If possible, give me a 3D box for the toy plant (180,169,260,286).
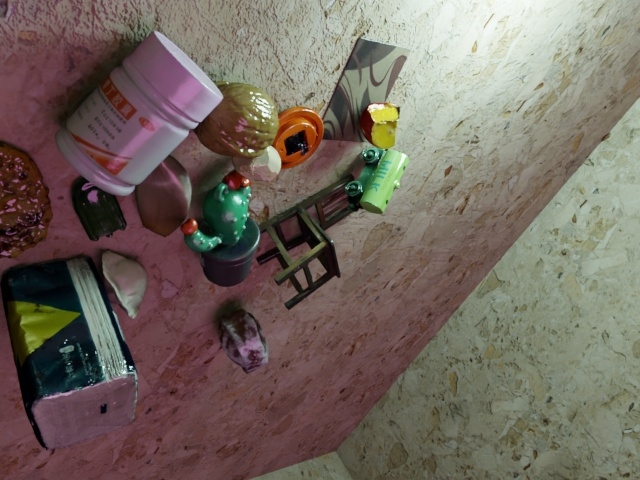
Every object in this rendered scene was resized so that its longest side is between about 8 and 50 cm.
[{"bbox_3d":[-0.276,-0.023,1.613,0.279,0.185,0.400,-28,153,-28],"label":"toy plant"}]

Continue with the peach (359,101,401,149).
[{"bbox_3d":[0.180,-0.351,1.711,0.151,0.118,0.151,16,90,-79],"label":"peach"}]

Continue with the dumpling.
[{"bbox_3d":[-0.554,0.140,1.586,0.126,0.166,0.215,2,135,-19],"label":"dumpling"}]

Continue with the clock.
[{"bbox_3d":[-0.081,-0.291,1.609,0.205,0.051,0.205,-24,143,-19],"label":"clock"}]

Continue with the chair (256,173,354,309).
[{"bbox_3d":[0.000,0.000,1.862,0.416,0.240,0.203,-30,143,-11],"label":"chair"}]

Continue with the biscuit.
[{"bbox_3d":[-0.750,-0.067,1.235,0.289,0.081,0.334,-25,143,-19],"label":"biscuit"}]

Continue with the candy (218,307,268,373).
[{"bbox_3d":[-0.286,0.373,2.067,0.157,0.214,0.289,-25,148,-16],"label":"candy"}]

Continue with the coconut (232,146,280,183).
[{"bbox_3d":[-0.171,-0.214,1.518,0.116,0.116,0.122,-43,152,8],"label":"coconut"}]

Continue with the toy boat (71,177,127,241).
[{"bbox_3d":[-0.563,-0.076,1.420,0.104,0.052,0.210,-23,143,-17],"label":"toy boat"}]

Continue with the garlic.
[{"bbox_3d":[-0.406,-0.121,1.454,0.143,0.112,0.318,13,135,-8],"label":"garlic"}]

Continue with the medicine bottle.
[{"bbox_3d":[-0.390,-0.270,1.210,0.316,0.202,0.202,-44,146,8],"label":"medicine bottle"}]

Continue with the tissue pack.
[{"bbox_3d":[-0.648,0.273,1.440,0.253,0.416,0.264,-12,140,-29],"label":"tissue pack"}]

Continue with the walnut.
[{"bbox_3d":[-0.208,-0.295,1.363,0.213,0.213,0.213,-25,144,-19],"label":"walnut"}]

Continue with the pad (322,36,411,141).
[{"bbox_3d":[0.124,-0.435,1.667,0.220,0.004,0.330,-5,135,-39],"label":"pad"}]

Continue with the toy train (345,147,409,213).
[{"bbox_3d":[0.188,-0.194,1.822,0.253,0.157,0.105,-62,147,-16],"label":"toy train"}]
